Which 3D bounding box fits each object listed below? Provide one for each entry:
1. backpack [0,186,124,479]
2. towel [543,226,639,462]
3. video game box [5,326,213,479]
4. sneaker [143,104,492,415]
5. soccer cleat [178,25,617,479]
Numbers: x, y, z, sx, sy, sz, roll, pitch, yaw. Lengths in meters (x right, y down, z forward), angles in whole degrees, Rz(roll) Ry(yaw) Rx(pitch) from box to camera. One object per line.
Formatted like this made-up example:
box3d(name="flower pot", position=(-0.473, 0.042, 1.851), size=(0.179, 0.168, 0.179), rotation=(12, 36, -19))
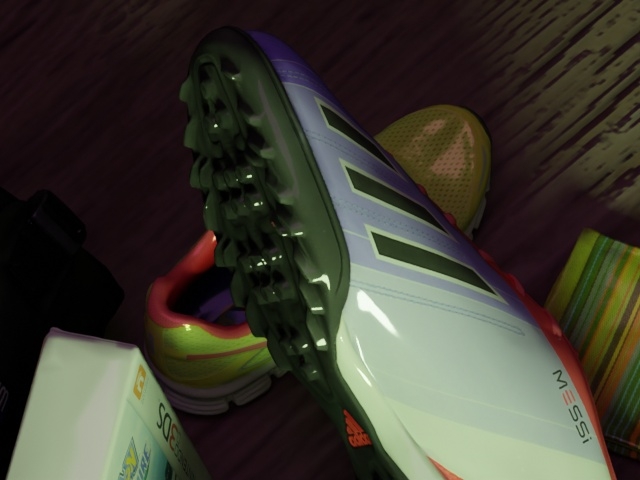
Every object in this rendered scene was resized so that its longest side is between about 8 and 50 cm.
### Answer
box3d(name="backpack", position=(-0.261, 0.126, 0.838), size=(0.273, 0.290, 0.355), rotation=(-18, 53, 28))
box3d(name="towel", position=(0.213, 0.073, 0.922), size=(0.237, 0.021, 0.102), rotation=(19, 71, 17))
box3d(name="video game box", position=(-0.101, 0.166, 0.841), size=(0.048, 0.187, 0.205), rotation=(7, 67, 13))
box3d(name="sneaker", position=(0.000, 0.000, 0.951), size=(0.208, 0.094, 0.081), rotation=(-40, 64, -11))
box3d(name="soccer cleat", position=(0.046, 0.040, 0.872), size=(0.116, 0.108, 0.318), rotation=(-29, 93, -22))
